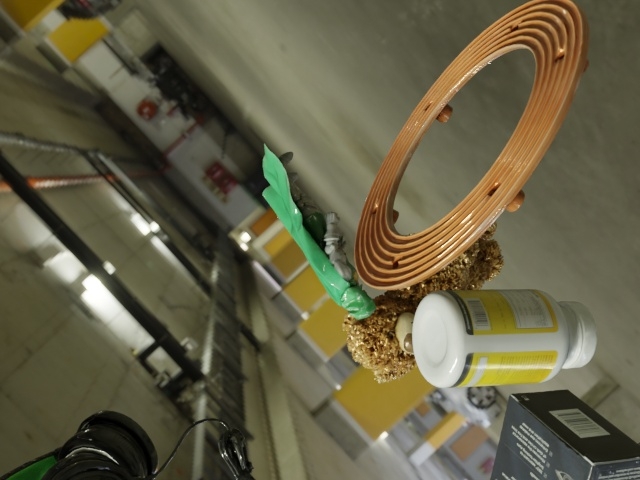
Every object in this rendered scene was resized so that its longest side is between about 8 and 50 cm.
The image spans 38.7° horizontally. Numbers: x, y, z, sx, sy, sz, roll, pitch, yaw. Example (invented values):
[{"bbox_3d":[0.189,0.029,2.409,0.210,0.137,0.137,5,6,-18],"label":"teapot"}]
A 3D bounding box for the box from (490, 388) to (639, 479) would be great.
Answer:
[{"bbox_3d":[0.284,0.280,1.062,0.093,0.158,0.156,0,-160,-25],"label":"box"}]

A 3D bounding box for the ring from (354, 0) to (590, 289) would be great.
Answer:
[{"bbox_3d":[0.145,-0.093,0.900,0.032,0.336,0.336,31,-176,-17],"label":"ring"}]

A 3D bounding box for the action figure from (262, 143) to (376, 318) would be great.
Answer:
[{"bbox_3d":[0.000,0.000,1.099,0.232,0.063,0.137,60,174,26],"label":"action figure"}]

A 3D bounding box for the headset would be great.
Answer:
[{"bbox_3d":[-0.278,0.343,1.197,0.243,0.394,0.185,-95,-16,-77],"label":"headset"}]

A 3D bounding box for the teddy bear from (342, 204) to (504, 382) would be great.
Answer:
[{"bbox_3d":[0.188,0.082,1.457,0.113,0.338,0.245,29,132,36],"label":"teddy bear"}]

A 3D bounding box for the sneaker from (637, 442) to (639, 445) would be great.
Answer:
[{"bbox_3d":[0.441,0.336,1.271,0.268,0.153,0.101,-33,84,50],"label":"sneaker"}]

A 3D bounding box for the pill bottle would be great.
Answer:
[{"bbox_3d":[0.200,0.104,0.983,0.184,0.103,0.103,1,-160,-22],"label":"pill bottle"}]
